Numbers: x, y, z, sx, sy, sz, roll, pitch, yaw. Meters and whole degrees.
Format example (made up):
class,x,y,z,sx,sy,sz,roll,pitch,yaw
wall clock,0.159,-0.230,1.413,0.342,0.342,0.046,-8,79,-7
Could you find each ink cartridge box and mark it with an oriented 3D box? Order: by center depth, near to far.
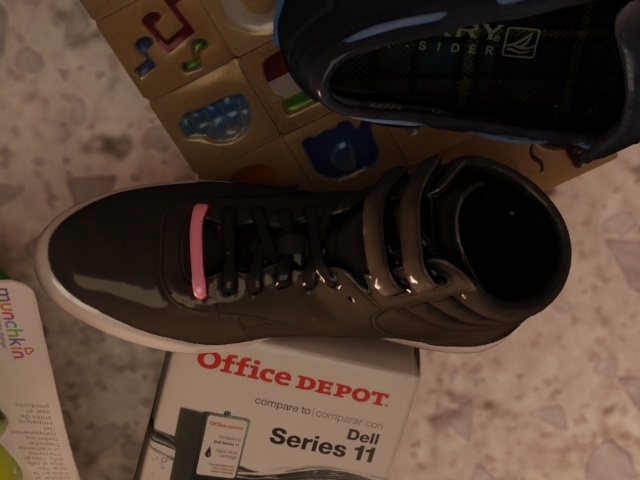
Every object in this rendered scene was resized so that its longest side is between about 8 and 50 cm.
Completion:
class,x,y,z,sx,sy,sz,roll,pitch,yaw
ink cartridge box,-0.036,0.135,0.902,0.153,0.087,0.208,12,113,-7

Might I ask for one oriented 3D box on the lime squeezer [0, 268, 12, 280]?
class,x,y,z,sx,sy,sz,roll,pitch,yaw
lime squeezer,-0.301,-0.052,0.843,0.310,0.058,0.110,23,142,-12

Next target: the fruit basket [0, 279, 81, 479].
class,x,y,z,sx,sy,sz,roll,pitch,yaw
fruit basket,-0.300,0.143,0.883,0.327,0.165,0.353,0,138,6

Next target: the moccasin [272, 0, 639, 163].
class,x,y,z,sx,sy,sz,roll,pitch,yaw
moccasin,0.148,-0.084,0.758,0.342,0.116,0.137,-3,124,-5

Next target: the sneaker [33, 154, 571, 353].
class,x,y,z,sx,sy,sz,roll,pitch,yaw
sneaker,0.000,0.000,0.771,0.296,0.147,0.104,6,70,-17

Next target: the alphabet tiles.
class,x,y,z,sx,sy,sz,roll,pitch,yaw
alphabet tiles,0.028,-0.139,0.786,0.285,0.011,0.342,-26,123,10
